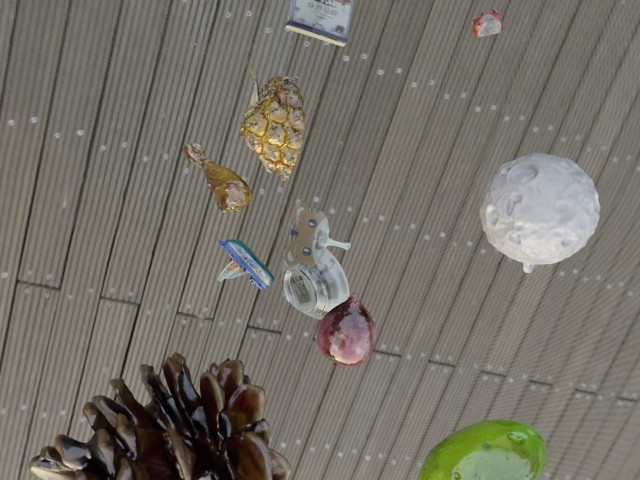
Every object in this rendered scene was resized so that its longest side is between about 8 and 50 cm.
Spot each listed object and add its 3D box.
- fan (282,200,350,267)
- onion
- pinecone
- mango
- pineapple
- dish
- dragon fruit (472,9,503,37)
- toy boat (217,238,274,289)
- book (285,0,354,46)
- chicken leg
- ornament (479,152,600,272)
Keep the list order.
[{"bbox_3d":[0.000,0.000,1.256,0.226,0.008,0.153,15,85,-47],"label":"fan"},{"bbox_3d":[0.073,0.220,1.344,0.159,0.159,0.195,10,106,-17],"label":"onion"},{"bbox_3d":[-0.242,0.360,0.765,0.384,0.384,0.385,-4,111,-12],"label":"pinecone"},{"bbox_3d":[0.180,0.261,0.594,0.178,0.100,0.119,-21,139,-26],"label":"mango"},{"bbox_3d":[-0.131,-0.351,1.479,0.158,0.161,0.335,8,82,-27],"label":"pineapple"},{"bbox_3d":[-0.039,0.132,1.545,0.085,0.260,0.261,-26,119,-40],"label":"dish"},{"bbox_3d":[0.463,-0.608,1.474,0.083,0.060,0.056,-13,147,4],"label":"dragon fruit"},{"bbox_3d":[-0.202,0.066,1.283,0.110,0.091,0.175,-40,115,-2],"label":"toy boat"},{"bbox_3d":[0.009,-0.615,1.331,0.157,0.026,0.231,13,77,-13],"label":"book"},{"bbox_3d":[-0.269,-0.168,1.369,0.087,0.251,0.107,-28,158,-42],"label":"chicken leg"},{"bbox_3d":[0.648,-0.100,1.584,0.336,0.337,0.337,-4,111,-12],"label":"ornament"}]
